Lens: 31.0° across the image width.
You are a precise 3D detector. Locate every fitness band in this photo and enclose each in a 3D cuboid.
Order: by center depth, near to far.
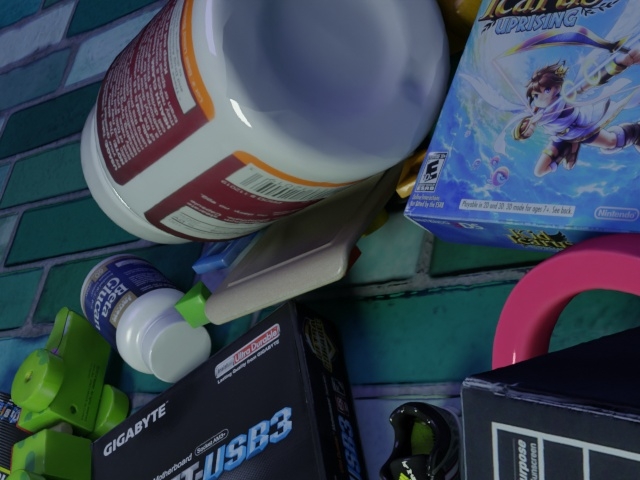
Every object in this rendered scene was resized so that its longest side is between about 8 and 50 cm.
[{"bbox_3d":[0.229,0.109,0.688,0.291,0.054,0.209,21,119,42],"label":"fitness band"}]

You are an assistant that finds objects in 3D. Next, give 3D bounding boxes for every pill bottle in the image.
[{"bbox_3d":[-0.075,-0.122,1.058,0.392,0.224,0.224,-21,48,60],"label":"pill bottle"},{"bbox_3d":[-0.183,0.084,1.223,0.094,0.094,0.169,-58,38,0],"label":"pill bottle"}]

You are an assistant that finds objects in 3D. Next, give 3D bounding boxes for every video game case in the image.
[{"bbox_3d":[0.203,-0.111,0.826,0.269,0.061,0.244,6,71,52],"label":"video game case"}]

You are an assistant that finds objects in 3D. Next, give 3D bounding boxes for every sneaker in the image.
[{"bbox_3d":[0.080,0.195,0.874,0.063,0.075,0.170,-27,47,33],"label":"sneaker"}]

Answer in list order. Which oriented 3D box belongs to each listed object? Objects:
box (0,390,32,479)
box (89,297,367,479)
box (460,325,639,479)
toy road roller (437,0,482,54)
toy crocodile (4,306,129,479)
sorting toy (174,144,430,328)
[{"bbox_3d":[-0.380,0.273,1.349,0.191,0.045,0.184,5,66,50],"label":"box"},{"bbox_3d":[-0.089,0.245,1.031,0.295,0.073,0.293,-35,43,25],"label":"box"},{"bbox_3d":[0.233,0.205,0.522,0.294,0.183,0.296,5,101,48],"label":"box"},{"bbox_3d":[0.159,-0.303,1.045,0.329,0.202,0.240,-49,50,19],"label":"toy road roller"},{"bbox_3d":[-0.283,0.227,1.217,0.105,0.115,0.340,-26,48,35],"label":"toy crocodile"},{"bbox_3d":[0.000,0.000,1.089,0.348,0.047,0.196,-23,24,39],"label":"sorting toy"}]
